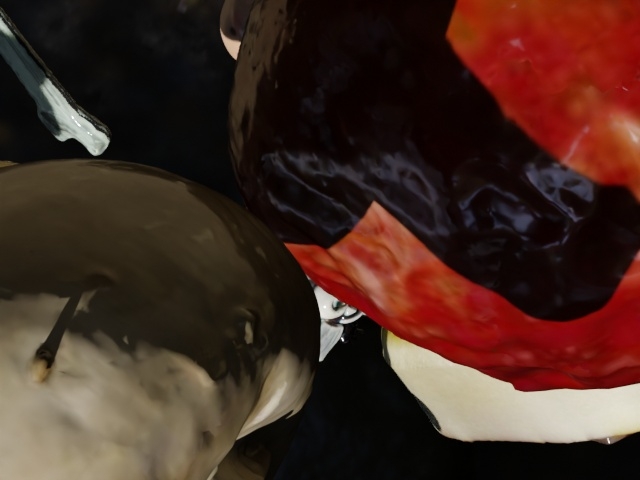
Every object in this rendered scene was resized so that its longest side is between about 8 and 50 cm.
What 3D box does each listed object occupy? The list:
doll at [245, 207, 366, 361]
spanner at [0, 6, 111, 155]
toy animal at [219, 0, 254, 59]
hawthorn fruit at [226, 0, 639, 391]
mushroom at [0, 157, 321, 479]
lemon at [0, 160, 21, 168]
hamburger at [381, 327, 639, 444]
[{"bbox_3d":[0.000,0.000,1.465,0.091,0.067,0.219,-35,123,-19],"label":"doll"},{"bbox_3d":[-0.244,-0.165,1.312,0.071,0.017,0.302,13,149,39],"label":"spanner"},{"bbox_3d":[-0.001,-0.246,1.937,0.248,0.149,0.165,-3,123,38],"label":"toy animal"},{"bbox_3d":[0.105,-0.043,0.648,0.266,0.210,0.230,30,149,32],"label":"hawthorn fruit"},{"bbox_3d":[-0.053,0.095,0.453,0.215,0.207,0.207,38,124,6],"label":"mushroom"},{"bbox_3d":[-0.282,0.070,1.543,0.293,0.293,0.293,4,125,6],"label":"lemon"},{"bbox_3d":[0.171,0.041,1.212,0.295,0.227,0.151,-3,107,52],"label":"hamburger"}]
